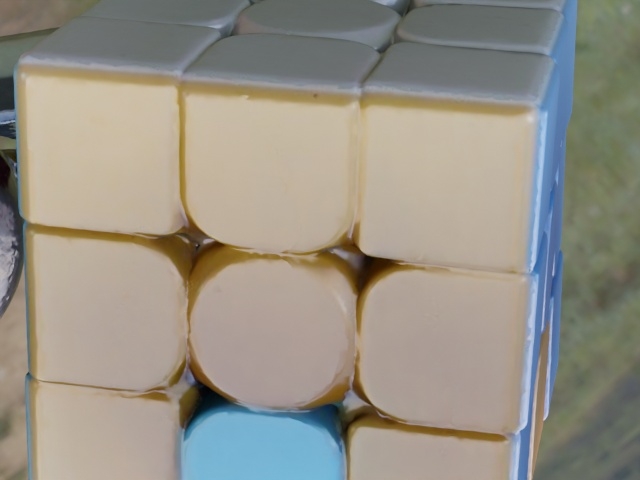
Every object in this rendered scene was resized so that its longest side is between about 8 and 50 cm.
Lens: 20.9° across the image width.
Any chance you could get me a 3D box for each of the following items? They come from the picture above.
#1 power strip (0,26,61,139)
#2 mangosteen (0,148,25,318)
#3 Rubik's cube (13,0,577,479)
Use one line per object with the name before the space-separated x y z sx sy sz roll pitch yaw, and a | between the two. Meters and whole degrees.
power strip | -0.186 -0.113 1.307 0.105 0.070 0.257 -8 177 7
mangosteen | -0.321 -0.023 1.351 0.261 0.235 0.235 -43 172 -50
Rubik's cube | 0.000 0.000 1.062 0.290 0.291 0.291 -62 156 -65
